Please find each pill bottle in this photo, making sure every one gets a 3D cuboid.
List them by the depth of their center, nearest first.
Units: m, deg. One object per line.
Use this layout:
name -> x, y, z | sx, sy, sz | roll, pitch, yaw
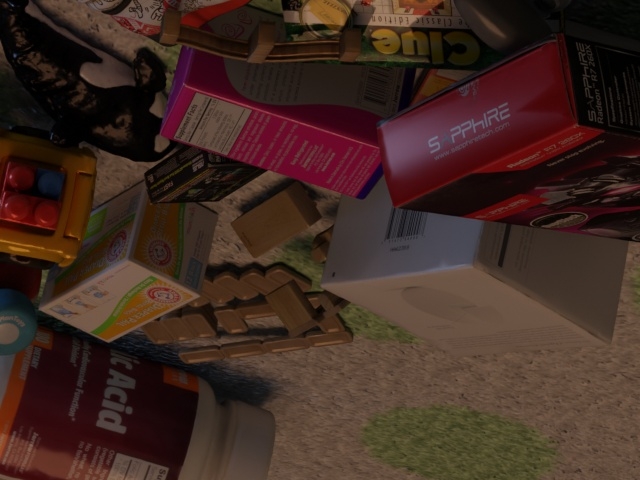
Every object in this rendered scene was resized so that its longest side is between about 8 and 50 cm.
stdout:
pill bottle -> -0.274, 0.260, 2.577 | 0.392, 0.224, 0.224 | 18, 150, -13

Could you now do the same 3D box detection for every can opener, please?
can opener -> 0.097, -0.260, 1.645 | 0.280, 0.093, 0.074 | 33, 144, -14

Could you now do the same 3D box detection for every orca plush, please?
orca plush -> -0.245, -0.147, 1.968 | 0.151, 0.102, 0.287 | -2, 148, 22

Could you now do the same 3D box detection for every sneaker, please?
sneaker -> -0.134, -0.265, 1.732 | 0.145, 0.090, 0.270 | 24, 151, -26

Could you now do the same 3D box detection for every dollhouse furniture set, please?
dollhouse furniture set -> 0.000, 0.000, 2.221 | 0.151, 0.123, 0.144 | 55, 140, -4

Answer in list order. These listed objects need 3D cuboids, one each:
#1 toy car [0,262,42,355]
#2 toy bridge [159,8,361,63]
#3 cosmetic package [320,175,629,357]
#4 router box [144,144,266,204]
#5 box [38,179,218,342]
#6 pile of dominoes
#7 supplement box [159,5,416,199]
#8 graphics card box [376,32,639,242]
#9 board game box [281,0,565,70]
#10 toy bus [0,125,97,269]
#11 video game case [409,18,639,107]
toy car -> -0.407, -0.030, 2.178 | 0.210, 0.219, 0.238 | 4, 121, -19
toy bridge -> -0.054, -0.181, 1.772 | 0.188, 0.026, 0.063 | 5, 168, -12
cosmetic package -> 0.165, 0.019, 2.044 | 0.224, 0.138, 0.225 | -8, 150, 46
router box -> -0.119, -0.076, 2.078 | 0.092, 0.038, 0.122 | -4, 164, -39
box -> -0.225, 0.026, 2.258 | 0.103, 0.114, 0.203 | 28, 146, -28
pile of dominoes -> -0.106, 0.080, 2.416 | 0.251, 0.040, 0.196 | -9, 146, 17
supplement box -> -0.033, -0.139, 1.898 | 0.220, 0.111, 0.114 | 18, 151, -11
graphics card box -> 0.266, -0.084, 1.787 | 0.371, 0.094, 0.233 | 6, 158, -42
board game box -> 0.091, -0.217, 1.765 | 0.260, 0.030, 0.136 | 3, 134, 14
toy bus -> -0.339, -0.051, 2.014 | 0.220, 0.149, 0.211 | 12, 180, -12
video game case -> 0.197, -0.133, 1.917 | 0.204, 0.025, 0.285 | 15, 151, -8
